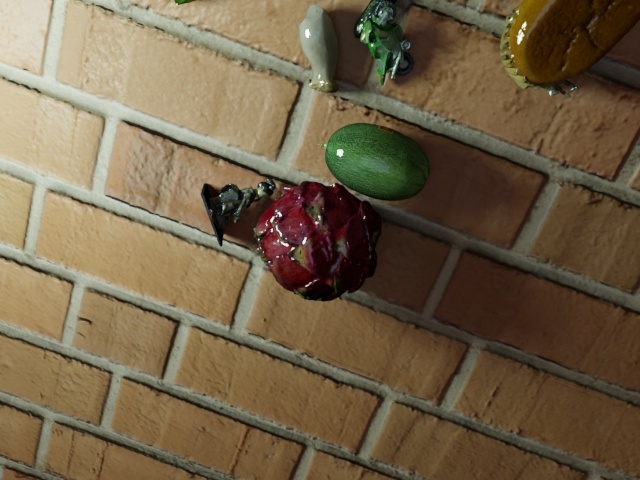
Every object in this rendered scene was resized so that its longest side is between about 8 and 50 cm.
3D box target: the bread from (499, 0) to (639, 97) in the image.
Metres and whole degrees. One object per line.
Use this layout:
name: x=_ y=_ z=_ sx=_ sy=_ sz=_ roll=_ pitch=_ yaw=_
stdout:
bread: x=0.568 y=-0.511 z=1.343 sx=0.236 sy=0.183 sz=0.389 roll=34 pitch=111 yaw=-8

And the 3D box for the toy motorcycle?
toy motorcycle: x=0.157 y=-0.473 z=1.453 sx=0.106 sy=0.074 sz=0.190 roll=-26 pitch=127 yaw=3

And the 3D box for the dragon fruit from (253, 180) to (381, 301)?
dragon fruit: x=0.001 y=0.003 z=1.538 sx=0.329 sy=0.329 sz=0.329 roll=2 pitch=110 yaw=7

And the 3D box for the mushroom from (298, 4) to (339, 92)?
mushroom: x=-0.003 y=-0.468 z=1.487 sx=0.096 sy=0.088 sz=0.213 roll=0 pitch=116 yaw=18

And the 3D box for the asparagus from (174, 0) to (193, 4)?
asparagus: x=-0.243 y=-0.664 z=1.455 sx=0.287 sy=0.080 sz=0.080 roll=-39 pitch=101 yaw=27

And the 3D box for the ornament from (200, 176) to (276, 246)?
ornament: x=-0.207 y=-0.099 z=1.632 sx=0.196 sy=0.166 sz=0.153 roll=-19 pitch=108 yaw=-2

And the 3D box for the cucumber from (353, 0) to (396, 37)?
cucumber: x=0.149 y=-0.576 z=1.446 sx=0.058 sy=0.052 sz=0.215 roll=43 pitch=112 yaw=14

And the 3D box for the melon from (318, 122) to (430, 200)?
melon: x=0.132 y=-0.200 z=1.515 sx=0.287 sy=0.182 sz=0.182 roll=20 pitch=111 yaw=-1
